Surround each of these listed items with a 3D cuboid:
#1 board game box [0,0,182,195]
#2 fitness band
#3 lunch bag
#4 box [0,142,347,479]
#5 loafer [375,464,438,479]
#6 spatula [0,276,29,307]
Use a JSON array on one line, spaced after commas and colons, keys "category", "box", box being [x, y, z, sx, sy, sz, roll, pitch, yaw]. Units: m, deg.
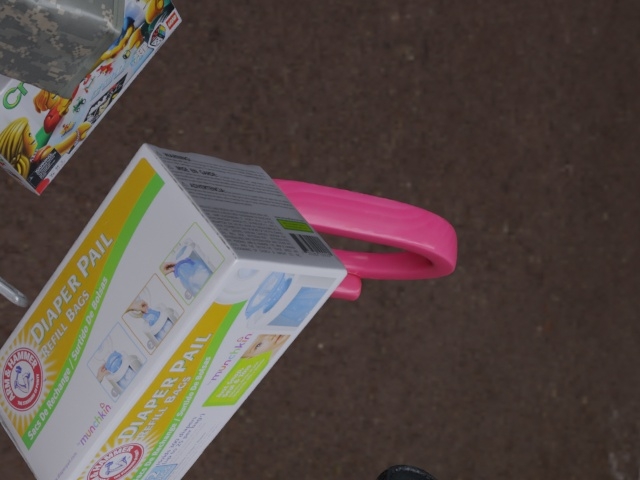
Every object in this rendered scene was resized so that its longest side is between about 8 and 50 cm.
[{"category": "board game box", "box": [-0.308, -0.223, 1.491, 0.305, 0.053, 0.193, -54, 157, -12]}, {"category": "fitness band", "box": [0.000, 0.000, 1.257, 0.291, 0.209, 0.054, 10, 69, -16]}, {"category": "lunch bag", "box": [-0.339, -0.332, 1.285, 0.235, 0.169, 0.287, 17, 56, -30]}, {"category": "box", "box": [-0.101, 0.055, 0.747, 0.114, 0.103, 0.203, 8, 126, -54]}, {"category": "loafer", "box": [0.099, 0.205, 0.737, 0.076, 0.223, 0.078, 2, 117, -28]}, {"category": "spatula", "box": [-0.299, -0.031, 0.773, 0.019, 0.242, 0.168, -56, 171, 0]}]
